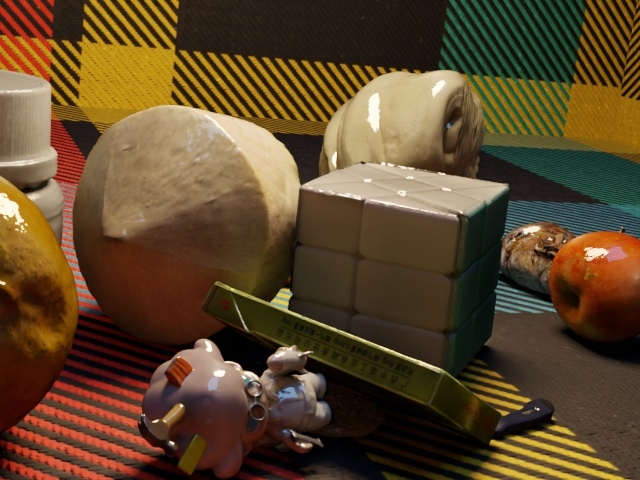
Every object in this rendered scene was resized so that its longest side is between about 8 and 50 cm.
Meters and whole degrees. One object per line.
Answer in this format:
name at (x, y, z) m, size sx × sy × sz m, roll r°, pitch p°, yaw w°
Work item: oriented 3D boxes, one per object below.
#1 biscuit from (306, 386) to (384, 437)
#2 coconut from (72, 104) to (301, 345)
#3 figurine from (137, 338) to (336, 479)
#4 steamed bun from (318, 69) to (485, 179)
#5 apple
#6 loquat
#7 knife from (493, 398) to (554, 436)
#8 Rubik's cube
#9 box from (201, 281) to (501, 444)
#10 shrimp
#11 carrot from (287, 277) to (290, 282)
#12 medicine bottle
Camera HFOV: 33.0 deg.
biscuit at (0.012, 0.187, 1.186) m, size 0.120 × 0.015 × 0.120 m, roll 6°, pitch 15°, yaw -2°
coconut at (-0.171, -0.016, 1.356) m, size 0.329 × 0.329 × 0.329 m, roll 6°, pitch 15°, yaw -2°
figurine at (-0.087, 0.162, 1.053) m, size 0.229 × 0.137 × 0.112 m, roll 1°, pitch -16°, yaw -36°
steamed bun at (0.121, -0.115, 1.777) m, size 0.255 × 0.342 × 0.368 m, roll 13°, pitch 0°, yaw 21°
apple at (0.412, 0.066, 1.546) m, size 0.139 × 0.163 × 0.163 m, roll -18°, pitch 22°, yaw -17°
loquat at (-0.368, 0.059, 1.042) m, size 0.276 × 0.276 × 0.284 m, roll 1°, pitch -5°, yaw -22°
knife at (0.224, 0.202, 1.224) m, size 0.121 × 0.018 × 0.031 m, roll -7°, pitch 27°, yaw -41°
Rubik's cube at (0.102, 0.034, 1.395) m, size 0.221 × 0.224 × 0.231 m, roll 11°, pitch 16°, yaw 21°
box at (0.031, 0.134, 1.190) m, size 0.311 × 0.043 × 0.173 m, roll 19°, pitch -13°, yaw 35°
shrimp at (0.419, 0.045, 1.727) m, size 0.145 × 0.116 × 0.343 m, roll -19°, pitch 26°, yaw -28°
carrot at (-0.114, 0.036, 1.635) m, size 0.314 × 0.066 × 0.066 m, roll 8°, pitch 14°, yaw -9°
medicine bottle at (-0.430, -0.044, 1.291) m, size 0.245 × 0.306 × 0.245 m, roll 7°, pitch 14°, yaw -2°
